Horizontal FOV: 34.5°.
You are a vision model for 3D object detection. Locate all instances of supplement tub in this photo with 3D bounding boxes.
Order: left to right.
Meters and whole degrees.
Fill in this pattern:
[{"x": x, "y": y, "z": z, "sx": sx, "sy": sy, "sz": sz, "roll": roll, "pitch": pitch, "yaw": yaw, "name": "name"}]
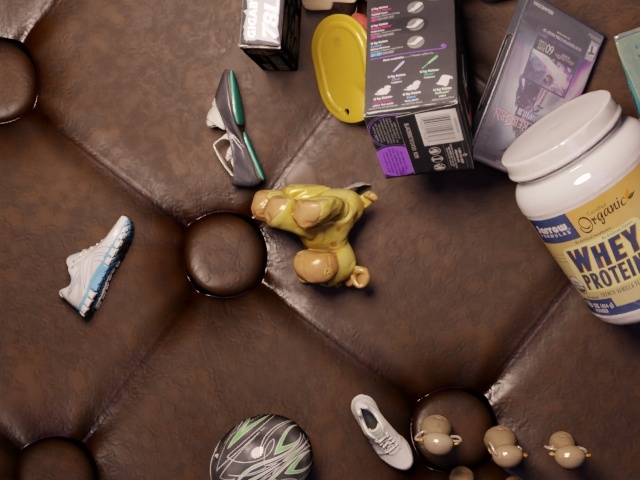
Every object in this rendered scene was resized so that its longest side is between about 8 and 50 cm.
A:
[{"x": 0.448, "y": -0.051, "z": 1.605, "sx": 0.228, "sy": 0.228, "sz": 0.316, "roll": -36, "pitch": 102, "yaw": 5, "name": "supplement tub"}]

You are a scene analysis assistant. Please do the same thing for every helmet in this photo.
[{"x": -0.096, "y": 0.371, "z": 1.723, "sx": 0.169, "sy": 0.161, "sz": 0.169, "roll": 0, "pitch": 93, "yaw": 4, "name": "helmet"}]

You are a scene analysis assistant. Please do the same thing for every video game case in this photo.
[{"x": 0.346, "y": -0.239, "z": 1.670, "sx": 0.196, "sy": 0.026, "sz": 0.274, "roll": 17, "pitch": 95, "yaw": -37, "name": "video game case"}]

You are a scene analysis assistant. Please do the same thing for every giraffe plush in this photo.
[{"x": 0.000, "y": 0.000, "z": 1.715, "sx": 0.210, "sy": 0.181, "sz": 0.171, "roll": -9, "pitch": 105, "yaw": -30, "name": "giraffe plush"}]

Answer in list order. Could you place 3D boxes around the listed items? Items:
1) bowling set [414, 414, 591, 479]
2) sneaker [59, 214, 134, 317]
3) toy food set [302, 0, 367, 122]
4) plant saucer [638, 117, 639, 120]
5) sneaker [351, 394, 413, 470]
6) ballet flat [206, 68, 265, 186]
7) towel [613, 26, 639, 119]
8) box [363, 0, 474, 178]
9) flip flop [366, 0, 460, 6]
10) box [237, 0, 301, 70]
[{"x": 0.294, "y": 0.405, "z": 1.704, "sx": 0.287, "sy": 0.154, "sz": 0.200, "roll": 4, "pitch": 93, "yaw": 4, "name": "bowling set"}, {"x": -0.390, "y": 0.033, "z": 1.772, "sx": 0.083, "sy": 0.071, "sz": 0.191, "roll": 30, "pitch": 95, "yaw": 7, "name": "sneaker"}, {"x": 0.055, "y": -0.308, "z": 1.710, "sx": 0.128, "sy": 0.071, "sz": 0.218, "roll": -1, "pitch": 105, "yaw": 43, "name": "toy food set"}, {"x": 0.617, "y": -0.165, "z": 1.663, "sx": 0.188, "sy": 0.045, "sz": 0.188, "roll": -40, "pitch": 91, "yaw": 4, "name": "plant saucer"}, {"x": 0.103, "y": 0.334, "z": 1.760, "sx": 0.053, "sy": 0.061, "sz": 0.152, "roll": -39, "pitch": 92, "yaw": 3, "name": "sneaker"}, {"x": -0.153, "y": -0.185, "z": 1.743, "sx": 0.074, "sy": 0.074, "sz": 0.203, "roll": -16, "pitch": 94, "yaw": 5, "name": "ballet flat"}, {"x": 0.696, "y": -0.264, "z": 1.698, "sx": 0.370, "sy": 0.040, "sz": 0.271, "roll": -18, "pitch": 93, "yaw": 3, "name": "towel"}, {"x": 0.154, "y": -0.253, "z": 1.598, "sx": 0.143, "sy": 0.165, "sz": 0.270, "roll": -7, "pitch": 55, "yaw": 14, "name": "box"}, {"x": 0.109, "y": -0.439, "z": 1.710, "sx": 0.277, "sy": 0.080, "sz": 0.112, "roll": 30, "pitch": 98, "yaw": -14, "name": "flip flop"}, {"x": -0.069, "y": -0.426, "z": 1.609, "sx": 0.073, "sy": 0.293, "sz": 0.296, "roll": 4, "pitch": 94, "yaw": 4, "name": "box"}]
